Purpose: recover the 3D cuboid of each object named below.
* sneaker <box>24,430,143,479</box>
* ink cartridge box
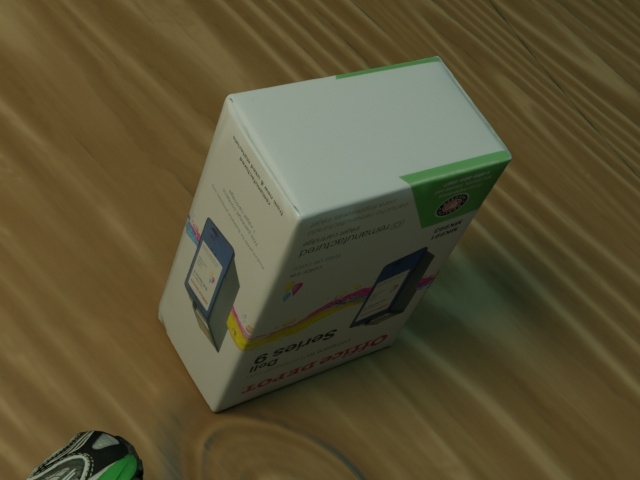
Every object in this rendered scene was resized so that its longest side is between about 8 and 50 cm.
[{"bbox_3d":[-0.228,0.180,0.493,0.344,0.134,0.146,-30,65,-36],"label":"sneaker"},{"bbox_3d":[0.000,0.000,0.678,0.154,0.212,0.093,-16,62,-32],"label":"ink cartridge box"}]
